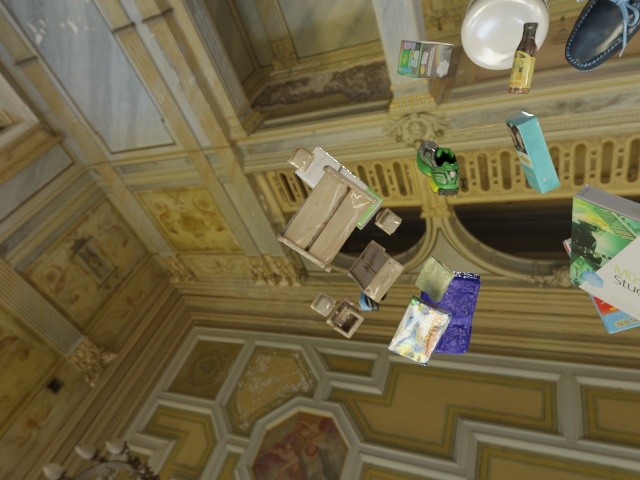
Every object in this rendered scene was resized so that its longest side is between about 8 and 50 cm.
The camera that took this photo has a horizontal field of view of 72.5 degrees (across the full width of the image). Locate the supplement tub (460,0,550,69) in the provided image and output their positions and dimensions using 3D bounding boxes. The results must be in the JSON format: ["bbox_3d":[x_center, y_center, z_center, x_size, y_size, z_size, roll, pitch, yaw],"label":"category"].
[{"bbox_3d":[0.568,-0.704,1.326,0.235,0.235,0.325,2,-129,30],"label":"supplement tub"}]

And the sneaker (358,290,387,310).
[{"bbox_3d":[0.171,0.153,1.361,0.078,0.067,0.188,14,-140,10],"label":"sneaker"}]

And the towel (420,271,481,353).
[{"bbox_3d":[0.472,0.268,1.610,0.228,0.308,0.076,4,-171,-14],"label":"towel"}]

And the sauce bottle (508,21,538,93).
[{"bbox_3d":[0.397,-0.354,0.852,0.042,0.128,0.042,2,-163,-1],"label":"sauce bottle"}]

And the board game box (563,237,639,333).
[{"bbox_3d":[0.944,0.084,1.291,0.308,0.086,0.302,-25,-112,23],"label":"board game box"}]

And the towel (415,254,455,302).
[{"bbox_3d":[0.371,0.126,1.431,0.027,0.148,0.110,-23,-126,-35],"label":"towel"}]

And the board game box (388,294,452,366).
[{"bbox_3d":[0.322,0.294,1.419,0.136,0.201,0.035,23,-161,8],"label":"board game box"}]

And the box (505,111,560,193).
[{"bbox_3d":[0.665,-0.274,1.369,0.060,0.244,0.100,-27,-159,12],"label":"box"}]

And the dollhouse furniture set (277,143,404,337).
[{"bbox_3d":[0.000,0.000,1.040,0.303,0.355,0.174,-54,-167,4],"label":"dollhouse furniture set"}]

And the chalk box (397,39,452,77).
[{"bbox_3d":[0.400,-0.732,1.763,0.213,0.132,0.132,-9,-150,-27],"label":"chalk box"}]

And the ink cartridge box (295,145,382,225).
[{"bbox_3d":[0.065,-0.168,1.446,0.115,0.273,0.198,-50,174,2],"label":"ink cartridge box"}]

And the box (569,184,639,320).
[{"bbox_3d":[0.716,0.041,1.036,0.058,0.322,0.232,-35,-140,-13],"label":"box"}]

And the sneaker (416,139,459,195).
[{"bbox_3d":[0.481,-0.320,1.736,0.134,0.146,0.343,-2,-143,-7],"label":"sneaker"}]

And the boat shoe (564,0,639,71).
[{"bbox_3d":[0.457,-0.379,0.637,0.109,0.258,0.089,37,-149,17],"label":"boat shoe"}]
